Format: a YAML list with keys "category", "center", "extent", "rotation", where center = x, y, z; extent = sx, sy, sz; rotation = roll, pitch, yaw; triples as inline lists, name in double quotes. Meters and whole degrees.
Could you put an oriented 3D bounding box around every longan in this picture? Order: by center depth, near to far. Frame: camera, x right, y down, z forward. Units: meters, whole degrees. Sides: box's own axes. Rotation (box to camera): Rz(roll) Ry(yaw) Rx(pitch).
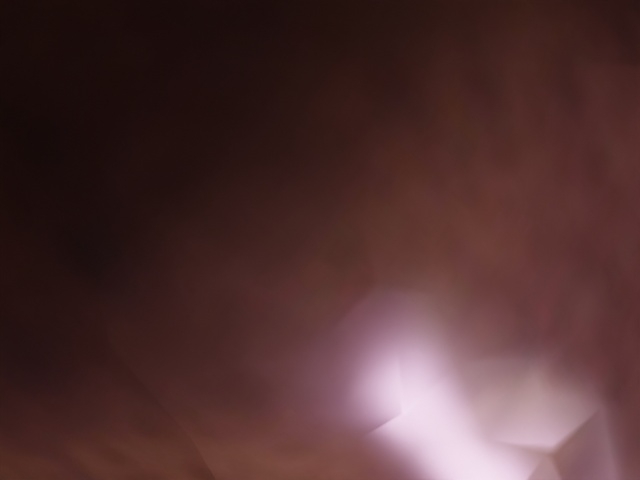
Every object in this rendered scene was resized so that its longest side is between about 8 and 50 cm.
- category: "longan"
  center: [0.000, 0.000, 0.707]
  extent: [0.336, 0.404, 0.404]
  rotation: [-44, 173, 1]
